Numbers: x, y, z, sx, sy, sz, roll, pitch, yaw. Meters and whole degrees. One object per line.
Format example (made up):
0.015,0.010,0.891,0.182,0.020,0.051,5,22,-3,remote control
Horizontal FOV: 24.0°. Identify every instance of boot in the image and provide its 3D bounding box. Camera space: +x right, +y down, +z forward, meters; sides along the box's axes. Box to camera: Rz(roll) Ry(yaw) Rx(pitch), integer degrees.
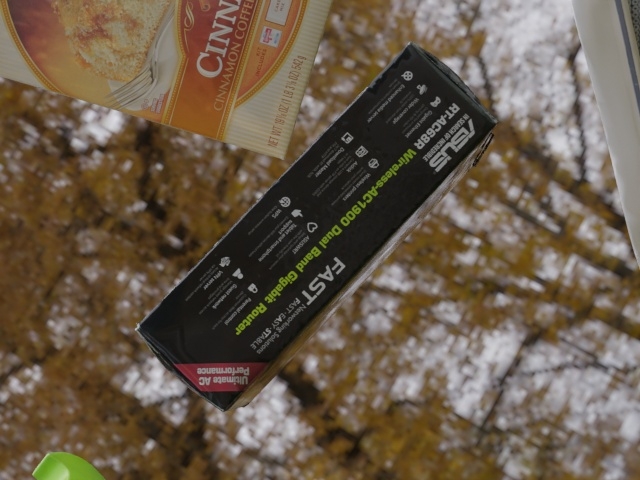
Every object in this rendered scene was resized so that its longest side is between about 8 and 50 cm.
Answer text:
0.152,-0.047,0.566,0.069,0.086,0.190,-81,-25,-48,boot

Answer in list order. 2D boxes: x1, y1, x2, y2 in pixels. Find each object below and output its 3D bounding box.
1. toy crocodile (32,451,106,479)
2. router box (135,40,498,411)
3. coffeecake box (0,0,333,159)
-0.302,0.299,1.272,0.340,0.105,0.115,-37,-12,-41,toy crocodile
0.000,0.000,0.484,0.122,0.038,0.092,-46,-4,-3,router box
-0.086,-0.138,0.743,0.068,0.185,0.142,-98,25,-75,coffeecake box
